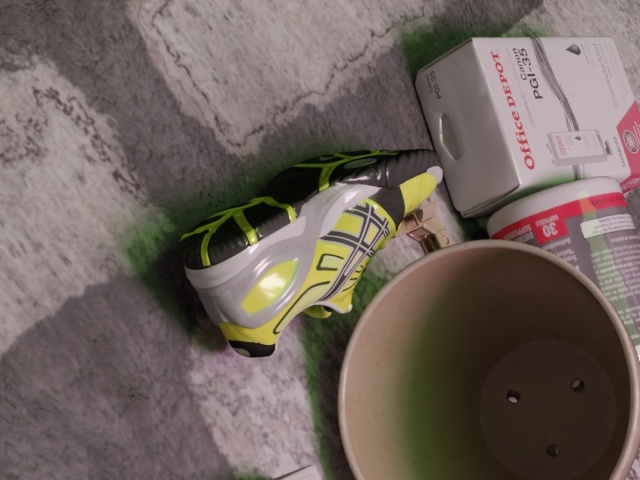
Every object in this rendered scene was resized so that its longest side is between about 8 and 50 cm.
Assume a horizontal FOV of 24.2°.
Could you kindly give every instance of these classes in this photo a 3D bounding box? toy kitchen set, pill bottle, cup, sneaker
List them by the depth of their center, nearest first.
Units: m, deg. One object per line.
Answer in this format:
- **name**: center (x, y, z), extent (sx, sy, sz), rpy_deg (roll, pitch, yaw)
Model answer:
- **cup**: center (0.216, 0.179, 1.643), extent (0.237, 0.331, 0.331), rpy_deg (19, 56, -62)
- **sneaker**: center (0.000, 0.000, 1.660), extent (0.384, 0.145, 0.147), rpy_deg (-29, 110, -40)
- **toy kitchen set**: center (0.125, -0.001, 1.781), extent (0.083, 0.068, 0.075), rpy_deg (-22, 85, -42)
- **pill bottle**: center (0.331, 0.096, 1.830), extent (0.176, 0.176, 0.319), rpy_deg (-7, 75, -40)

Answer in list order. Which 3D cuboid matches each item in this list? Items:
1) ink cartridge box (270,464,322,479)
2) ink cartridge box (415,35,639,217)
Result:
- **ink cartridge box**: center (-0.026, 0.358, 1.492), extent (0.134, 0.078, 0.231), rpy_deg (-19, 83, -41)
- **ink cartridge box**: center (0.284, -0.150, 1.942), extent (0.283, 0.117, 0.207), rpy_deg (-7, 76, -41)
